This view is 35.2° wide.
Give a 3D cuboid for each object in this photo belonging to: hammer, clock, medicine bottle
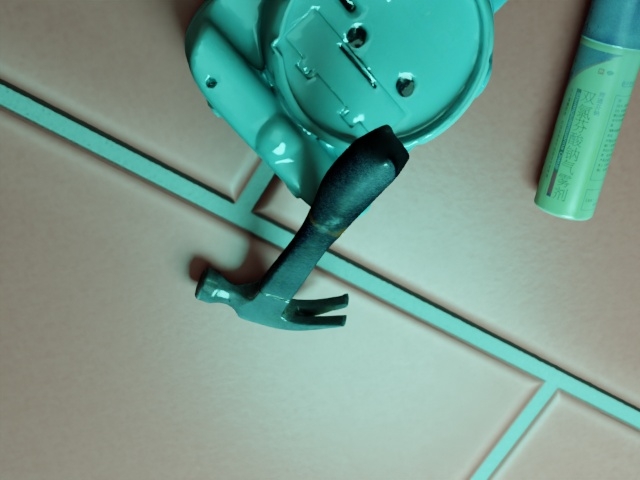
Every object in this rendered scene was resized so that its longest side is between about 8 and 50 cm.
[{"bbox_3d":[0.000,0.000,0.871,0.137,0.037,0.290,20,143,-15],"label":"hammer"},{"bbox_3d":[0.040,-0.171,0.851,0.274,0.094,0.223,-41,116,11],"label":"clock"},{"bbox_3d":[0.255,-0.134,0.928,0.059,0.059,0.231,6,112,-13],"label":"medicine bottle"}]
